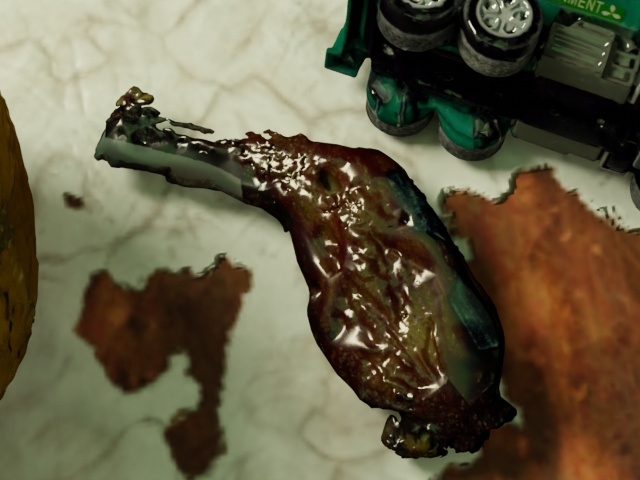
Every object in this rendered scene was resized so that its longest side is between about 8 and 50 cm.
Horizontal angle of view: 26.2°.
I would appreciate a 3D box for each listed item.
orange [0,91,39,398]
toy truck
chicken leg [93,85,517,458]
[{"bbox_3d":[-0.254,0.006,0.569,0.274,0.274,0.274,0,76,1],"label":"orange"},{"bbox_3d":[0.117,-0.102,0.665,0.216,0.110,0.116,19,67,6],"label":"toy truck"},{"bbox_3d":[0.000,0.000,0.672,0.253,0.051,0.106,42,86,13],"label":"chicken leg"}]
